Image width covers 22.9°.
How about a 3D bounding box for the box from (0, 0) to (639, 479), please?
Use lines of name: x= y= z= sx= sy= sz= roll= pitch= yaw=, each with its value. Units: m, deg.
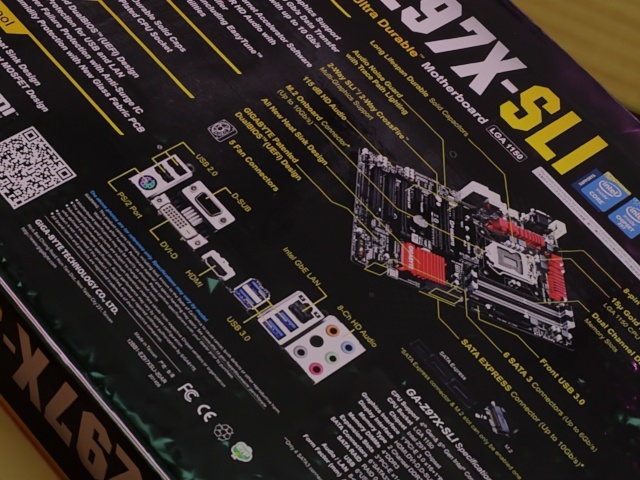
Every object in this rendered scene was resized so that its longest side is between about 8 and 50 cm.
box: x=0.000 y=0.000 z=0.600 sx=0.257 sy=0.079 sz=0.322 roll=-31 pitch=67 yaw=-32
